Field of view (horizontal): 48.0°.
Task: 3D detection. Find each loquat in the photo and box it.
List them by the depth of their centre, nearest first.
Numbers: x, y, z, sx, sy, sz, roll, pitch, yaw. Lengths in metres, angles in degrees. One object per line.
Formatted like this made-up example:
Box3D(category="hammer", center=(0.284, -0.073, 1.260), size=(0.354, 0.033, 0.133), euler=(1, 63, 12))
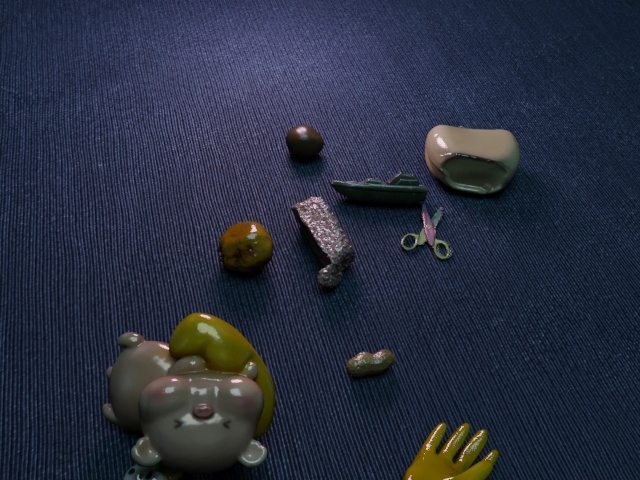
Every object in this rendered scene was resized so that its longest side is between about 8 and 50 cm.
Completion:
Box3D(category="loquat", center=(-0.180, 0.018, 1.720), size=(0.137, 0.113, 0.137), euler=(-5, 62, 9))

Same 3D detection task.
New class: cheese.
Box3D(category="cheese", center=(0.428, -0.242, 2.034), size=(0.266, 0.127, 0.233), euler=(9, 43, -2))

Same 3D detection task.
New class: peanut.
Box3D(category="peanut", center=(0.110, 0.265, 1.559), size=(0.113, 0.054, 0.054), euler=(-9, 48, -17))

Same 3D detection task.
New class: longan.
Box3D(category="longan", center=(-0.044, -0.279, 2.035), size=(0.113, 0.092, 0.113), euler=(11, 2, 0))

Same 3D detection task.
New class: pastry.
Box3D(category="pastry", center=(0.013, -0.002, 1.766), size=(0.112, 0.103, 0.265), euler=(-20, 56, -1))

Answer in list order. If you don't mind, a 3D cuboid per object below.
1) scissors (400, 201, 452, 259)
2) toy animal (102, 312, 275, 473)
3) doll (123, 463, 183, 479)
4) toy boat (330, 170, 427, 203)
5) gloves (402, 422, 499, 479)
Box3D(category="scissors", center=(0.285, -0.029, 1.882), size=(0.134, 0.020, 0.187), euler=(14, 48, 2))
Box3D(category="toy animal", center=(-0.252, 0.290, 1.310), size=(0.345, 0.277, 0.247), euler=(9, 30, 4))
Box3D(category="doll", center=(-0.338, 0.496, 1.258), size=(0.117, 0.086, 0.291), euler=(-4, 37, 32))
Box3D(category="toy boat", center=(0.157, -0.146, 1.931), size=(0.261, 0.085, 0.078), euler=(3, 10, -3))
Box3D(category="gloves", center=(0.231, 0.446, 1.374), size=(0.133, 0.116, 0.294), euler=(40, 47, 19))
